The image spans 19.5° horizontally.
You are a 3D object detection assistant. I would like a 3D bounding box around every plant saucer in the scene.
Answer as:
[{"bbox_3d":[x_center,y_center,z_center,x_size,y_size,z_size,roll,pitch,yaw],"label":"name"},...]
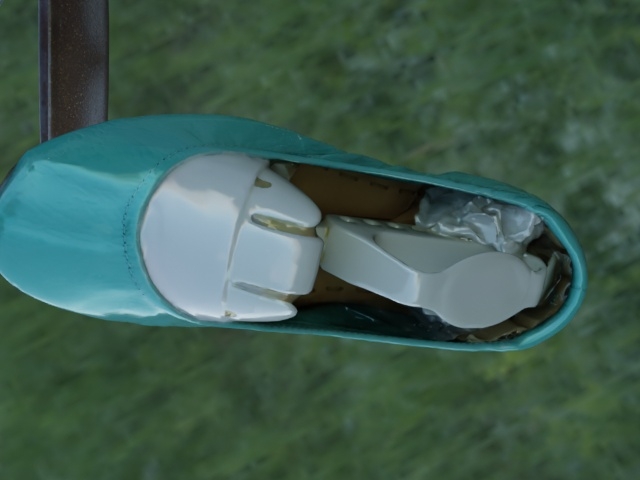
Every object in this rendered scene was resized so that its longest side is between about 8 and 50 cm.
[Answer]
[{"bbox_3d":[-0.144,-0.111,1.077,0.198,0.036,0.198,180,90,-79],"label":"plant saucer"}]

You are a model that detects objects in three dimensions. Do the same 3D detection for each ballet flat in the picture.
[{"bbox_3d":[0.000,0.000,0.709,0.087,0.247,0.083,20,103,61],"label":"ballet flat"}]

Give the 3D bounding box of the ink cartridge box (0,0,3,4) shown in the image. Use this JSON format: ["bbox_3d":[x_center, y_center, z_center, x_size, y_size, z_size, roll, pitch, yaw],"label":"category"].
[{"bbox_3d":[-0.163,-0.158,0.940,0.091,0.385,0.308,39,127,1],"label":"ink cartridge box"}]
